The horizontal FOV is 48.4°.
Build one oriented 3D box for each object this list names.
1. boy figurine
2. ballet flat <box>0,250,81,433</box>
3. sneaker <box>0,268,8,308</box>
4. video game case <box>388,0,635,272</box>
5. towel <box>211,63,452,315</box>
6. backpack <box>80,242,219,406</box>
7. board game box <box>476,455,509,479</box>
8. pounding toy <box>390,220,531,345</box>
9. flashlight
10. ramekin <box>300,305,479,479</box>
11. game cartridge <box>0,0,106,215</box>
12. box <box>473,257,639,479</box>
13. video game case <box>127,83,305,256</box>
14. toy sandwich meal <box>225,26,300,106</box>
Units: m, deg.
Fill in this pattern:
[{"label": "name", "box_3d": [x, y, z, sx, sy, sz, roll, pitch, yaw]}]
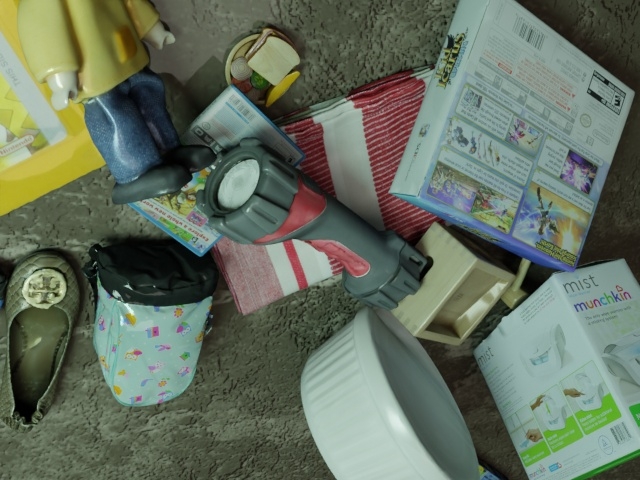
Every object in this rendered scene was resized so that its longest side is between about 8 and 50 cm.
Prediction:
[{"label": "boy figurine", "box_3d": [-0.190, -0.182, 0.632, 0.092, 0.177, 0.285, -8, 112, 28]}, {"label": "ballet flat", "box_3d": [-0.330, 0.127, 0.822, 0.084, 0.058, 0.249, 9, 117, -27]}, {"label": "sneaker", "box_3d": [-0.406, 0.041, 0.738, 0.152, 0.058, 0.084, 16, 113, -28]}, {"label": "video game case", "box_3d": [0.233, -0.118, 0.835, 0.270, 0.061, 0.244, 22, 85, -31]}, {"label": "towel", "box_3d": [0.021, -0.055, 0.861, 0.329, 0.037, 0.237, -22, 127, -8]}, {"label": "backpack", "box_3d": [-0.200, 0.098, 0.822, 0.152, 0.115, 0.182, 3, 122, -26]}, {"label": "board game box", "box_3d": [0.244, 0.442, 1.263, 0.136, 0.035, 0.201, -43, 126, 8]}, {"label": "pounding toy", "box_3d": [0.204, 0.044, 0.968, 0.206, 0.094, 0.181, 20, 112, -51]}, {"label": "flashlight", "box_3d": [0.000, 0.000, 0.799, 0.304, 0.103, 0.103, 36, 66, -46]}, {"label": "ramekin", "box_3d": [0.085, 0.227, 0.933, 0.127, 0.273, 0.273, -32, 128, 16]}, {"label": "game cartridge", "box_3d": [-0.380, -0.151, 0.632, 0.285, 0.052, 0.323, -27, 127, -4]}, {"label": "box", "box_3d": [0.347, 0.191, 0.967, 0.127, 0.231, 0.262, -10, 151, -20]}, {"label": "video game case", "box_3d": [-0.113, -0.071, 0.763, 0.166, 0.015, 0.119, -43, 128, 7]}, {"label": "toy sandwich meal", "box_3d": [-0.059, -0.180, 0.753, 0.086, 0.029, 0.085, -10, 124, -16]}]
